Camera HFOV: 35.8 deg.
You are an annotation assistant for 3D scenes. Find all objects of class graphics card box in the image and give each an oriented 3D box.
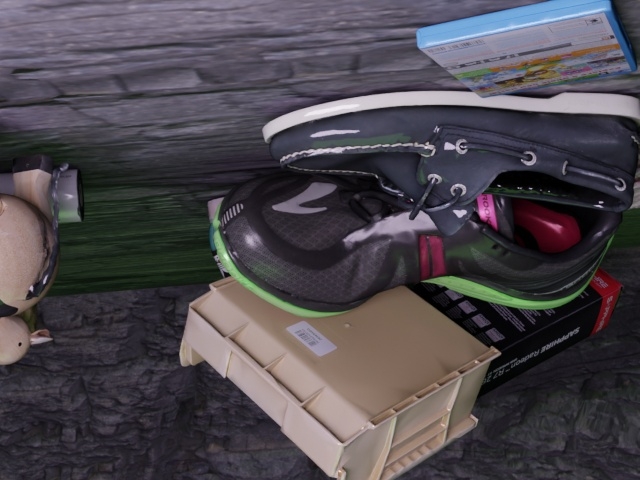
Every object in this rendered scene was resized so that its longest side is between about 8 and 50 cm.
[{"bbox_3d":[0.203,0.092,1.380,0.371,0.233,0.094,-23,140,-28],"label":"graphics card box"}]

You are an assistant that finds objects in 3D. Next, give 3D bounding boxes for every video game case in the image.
[{"bbox_3d":[0.146,-0.129,0.675,0.119,0.015,0.166,-8,173,22],"label":"video game case"}]

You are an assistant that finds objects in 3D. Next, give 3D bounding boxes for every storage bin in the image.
[{"bbox_3d":[0.018,0.139,1.122,0.260,0.123,0.262,-21,-132,-42],"label":"storage bin"}]

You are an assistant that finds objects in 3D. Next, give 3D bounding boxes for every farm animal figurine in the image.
[{"bbox_3d":[-0.324,0.033,0.817,0.327,0.172,0.330,-18,161,38],"label":"farm animal figurine"}]

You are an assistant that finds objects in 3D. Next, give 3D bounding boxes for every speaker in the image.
[{"bbox_3d":[-0.308,-0.041,0.987,0.136,0.055,0.055,-4,174,-7],"label":"speaker"}]

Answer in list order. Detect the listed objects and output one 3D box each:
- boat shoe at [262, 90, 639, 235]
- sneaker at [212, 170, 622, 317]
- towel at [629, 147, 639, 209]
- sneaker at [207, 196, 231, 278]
[{"bbox_3d":[0.122,-0.060,0.843,0.340,0.113,0.127,-2,174,-21],"label":"boat shoe"},{"bbox_3d":[0.116,-0.030,1.091,0.483,0.185,0.202,-1,149,-22],"label":"sneaker"},{"bbox_3d":[0.429,-0.082,1.075,0.282,0.049,0.187,0,163,-46],"label":"towel"},{"bbox_3d":[0.000,0.000,1.312,0.302,0.121,0.108,-3,174,-19],"label":"sneaker"}]
